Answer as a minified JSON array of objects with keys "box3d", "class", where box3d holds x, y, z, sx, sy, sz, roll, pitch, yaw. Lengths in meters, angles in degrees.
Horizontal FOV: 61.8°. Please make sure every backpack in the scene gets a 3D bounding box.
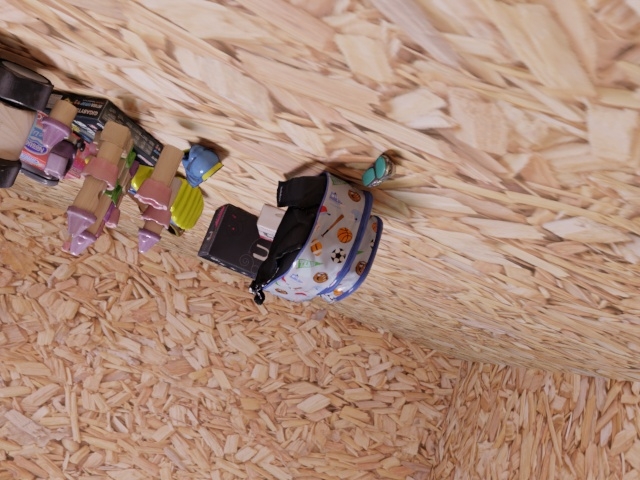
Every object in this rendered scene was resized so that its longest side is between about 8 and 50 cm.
[{"box3d":[0.000,0.000,1.056,0.213,0.277,0.263,17,162,-11],"class":"backpack"}]

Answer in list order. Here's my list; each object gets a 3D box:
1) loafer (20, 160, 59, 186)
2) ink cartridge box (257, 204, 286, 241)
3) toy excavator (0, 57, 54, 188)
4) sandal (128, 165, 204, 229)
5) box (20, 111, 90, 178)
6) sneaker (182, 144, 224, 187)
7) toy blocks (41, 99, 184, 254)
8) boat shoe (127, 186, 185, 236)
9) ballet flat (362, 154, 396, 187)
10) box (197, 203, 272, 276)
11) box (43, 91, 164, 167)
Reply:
[{"box3d":[-0.992,-0.289,1.748,0.302,0.095,0.109,29,-165,-19],"class":"loafer"},{"box3d":[-0.113,-0.036,1.481,0.109,0.063,0.150,19,168,2],"class":"ink cartridge box"},{"box3d":[-0.785,-0.318,0.995,0.432,0.222,0.445,15,-162,-47],"class":"toy excavator"},{"box3d":[-0.433,-0.137,1.442,0.138,0.126,0.317,17,159,29],"class":"sandal"},{"box3d":[-0.701,-0.258,1.300,0.128,0.123,0.256,6,162,44],"class":"box"},{"box3d":[-0.272,-0.170,1.183,0.082,0.069,0.209,48,164,-13],"class":"sneaker"},{"box3d":[-0.468,-0.089,1.105,0.308,0.260,0.288,22,166,-11],"class":"toy blocks"},{"box3d":[-0.532,-0.100,1.747,0.110,0.105,0.307,12,165,32],"class":"boat shoe"},{"box3d":[0.104,-0.117,0.891,0.041,0.041,0.114,22,167,-10],"class":"ballet flat"},{"box3d":[-0.212,0.022,1.643,0.270,0.165,0.143,24,167,-22],"class":"box"},{"box3d":[-0.471,-0.241,1.186,0.175,0.051,0.220,14,166,23],"class":"box"}]
